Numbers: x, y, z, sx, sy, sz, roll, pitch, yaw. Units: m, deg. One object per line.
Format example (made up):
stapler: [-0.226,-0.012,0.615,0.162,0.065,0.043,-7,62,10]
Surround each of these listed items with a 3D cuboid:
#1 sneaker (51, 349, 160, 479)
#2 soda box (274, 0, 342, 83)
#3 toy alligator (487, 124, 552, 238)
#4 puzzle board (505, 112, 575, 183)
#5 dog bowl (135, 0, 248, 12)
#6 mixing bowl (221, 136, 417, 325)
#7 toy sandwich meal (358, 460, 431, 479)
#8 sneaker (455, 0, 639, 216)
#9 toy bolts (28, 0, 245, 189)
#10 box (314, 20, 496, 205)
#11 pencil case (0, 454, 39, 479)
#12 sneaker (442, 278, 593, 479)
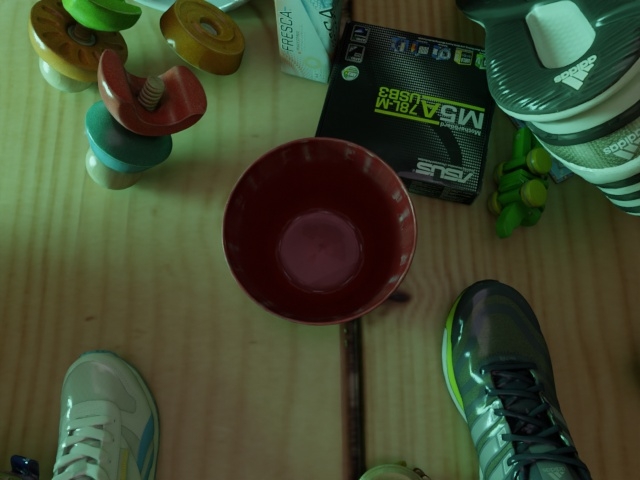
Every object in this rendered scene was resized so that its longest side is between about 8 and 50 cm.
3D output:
sneaker: [-0.199,0.212,0.449,0.087,0.092,0.228,-11,74,-1]
soda box: [-0.011,-0.246,0.527,0.063,0.183,0.058,14,75,3]
toy alligator: [0.231,-0.080,0.550,0.051,0.056,0.189,27,68,-23]
puzzle board: [0.282,-0.141,0.587,0.096,0.011,0.128,-27,77,-7]
dog bowl: [-0.168,-0.372,0.521,0.265,0.265,0.104,11,72,3]
mixing bowl: [0.000,0.000,0.503,0.181,0.098,0.181,0,74,1]
toy sandwich meal: [0.071,0.248,0.472,0.086,0.029,0.085,-1,84,7]
sneaker: [0.288,-0.199,0.541,0.257,0.169,0.447,39,45,-28]
toy bolts: [-0.201,-0.168,0.560,0.218,0.158,0.228,4,57,-40]
box: [0.100,-0.149,0.573,0.191,0.045,0.184,14,73,5]
pencil case: [-0.331,0.358,0.355,0.160,0.167,0.386,8,80,14]
sneaker: [0.187,0.178,0.441,0.111,0.121,0.300,-9,75,-3]
